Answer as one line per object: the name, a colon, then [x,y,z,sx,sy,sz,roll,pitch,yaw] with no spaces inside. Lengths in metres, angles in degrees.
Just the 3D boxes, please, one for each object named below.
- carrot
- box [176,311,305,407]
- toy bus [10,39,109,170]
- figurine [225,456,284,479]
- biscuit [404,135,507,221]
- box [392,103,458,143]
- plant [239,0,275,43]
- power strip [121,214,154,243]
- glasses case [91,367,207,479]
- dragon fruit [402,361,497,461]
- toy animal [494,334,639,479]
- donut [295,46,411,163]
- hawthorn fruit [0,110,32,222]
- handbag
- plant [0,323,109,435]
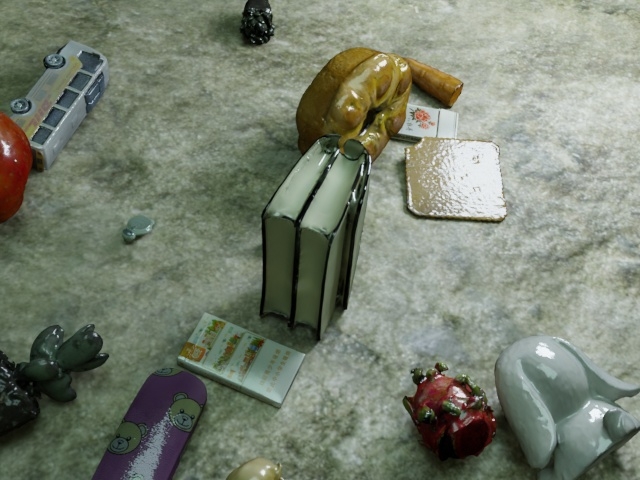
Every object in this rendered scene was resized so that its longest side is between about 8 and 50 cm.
carrot: [0.273,-0.422,2.196,0.205,0.072,0.072,39,58,23]
box: [-0.154,0.231,1.669,0.221,0.032,0.122,22,54,8]
toy bus: [-0.609,-0.317,1.979,0.138,0.097,0.342,20,54,5]
figurine: [-0.080,0.464,1.468,0.196,0.114,0.108,44,35,11]
biscuit: [0.314,-0.148,2.010,0.237,0.013,0.232,4,60,-6]
box: [0.237,-0.288,2.112,0.198,0.029,0.109,11,53,1]
plant: [-0.163,-0.576,2.238,0.092,0.094,0.143,9,47,-14]
power strip: [-0.392,-0.023,1.834,0.055,0.035,0.083,28,42,13]
glasses case: [-0.306,0.366,1.518,0.123,0.075,0.316,18,53,6]
dragon fruit: [0.229,0.313,1.582,0.160,0.167,0.172,-58,36,3]
toy animal: [0.443,0.293,1.596,0.272,0.206,0.265,-26,64,-22]
donut: [0.077,-0.290,1.942,0.150,0.299,0.317,27,26,26]
hawthorn fruit: [-0.729,-0.155,1.742,0.284,0.284,0.284,4,53,-5]
handbag: [0.000,0.000,1.659,0.160,0.358,0.236,19,54,10]
plant: [-0.513,0.246,1.537,0.275,0.146,0.149,-29,106,-28]
